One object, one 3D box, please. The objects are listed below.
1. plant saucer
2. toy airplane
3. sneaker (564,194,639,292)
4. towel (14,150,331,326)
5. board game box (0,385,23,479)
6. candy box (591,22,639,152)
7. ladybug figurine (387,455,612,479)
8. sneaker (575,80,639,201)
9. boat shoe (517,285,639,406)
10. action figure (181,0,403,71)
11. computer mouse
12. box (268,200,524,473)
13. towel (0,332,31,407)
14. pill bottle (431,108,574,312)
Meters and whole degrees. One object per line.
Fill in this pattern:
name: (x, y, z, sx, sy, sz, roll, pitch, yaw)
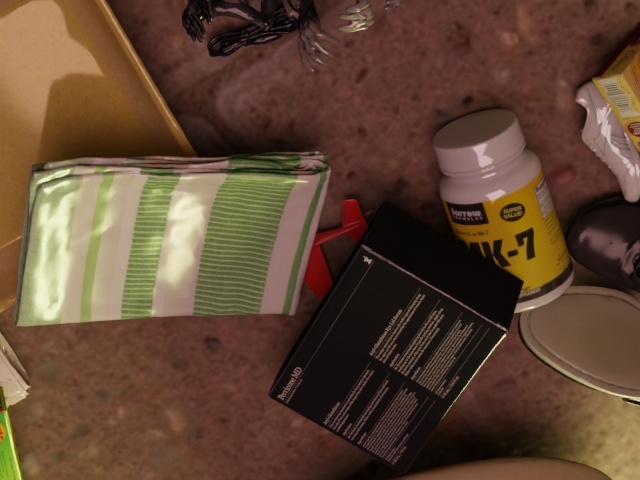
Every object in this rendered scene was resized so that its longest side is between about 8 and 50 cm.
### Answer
plant saucer: (-0.332, -0.119, 1.943, 0.333, 0.081, 0.333, -27, 112, 7)
toy airplane: (0.000, 0.000, 2.045, 0.151, 0.028, 0.151, -2, 115, -4)
sneaker: (0.418, 0.033, 2.035, 0.286, 0.130, 0.109, 16, 113, -9)
towel: (-0.163, 0.003, 1.948, 0.325, 0.038, 0.248, -2, 135, -17)
board game box: (-0.401, 0.255, 2.083, 0.092, 0.043, 0.181, -11, 132, -9)
candy box: (0.390, -0.143, 1.970, 0.109, 0.053, 0.186, -47, 112, -25)
ladybug figurine: (0.162, 0.395, 2.113, 0.449, 0.162, 0.305, -16, 139, 4)
sneaker: (0.327, -0.113, 2.011, 0.061, 0.053, 0.152, -14, 106, 8)
boat shoe: (0.375, 0.137, 2.089, 0.340, 0.113, 0.127, 7, 71, -16)
action figure: (-0.002, -0.255, 1.843, 0.276, 0.164, 0.141, -12, 74, -17)
computer mouse: (-0.090, -0.294, 1.905, 0.106, 0.042, 0.193, -13, 114, 3)
box: (0.082, 0.112, 1.999, 0.184, 0.103, 0.261, 29, 128, -3)
towel: (-0.551, 0.120, 2.046, 0.332, 0.053, 0.317, -26, 112, 6)
pill bottle: (0.201, -0.033, 1.996, 0.119, 0.119, 0.208, -19, 113, 4)
